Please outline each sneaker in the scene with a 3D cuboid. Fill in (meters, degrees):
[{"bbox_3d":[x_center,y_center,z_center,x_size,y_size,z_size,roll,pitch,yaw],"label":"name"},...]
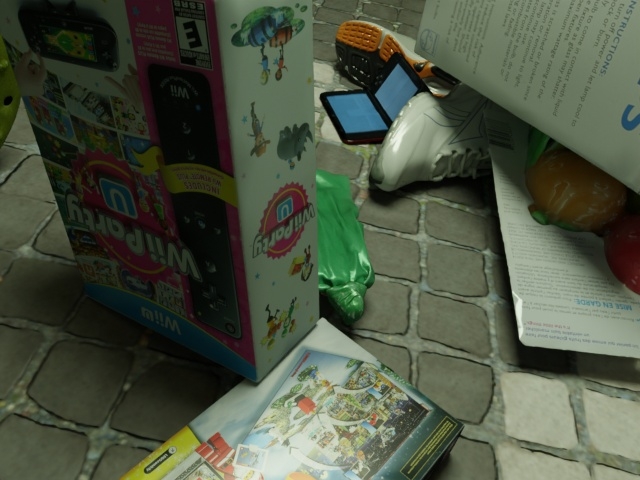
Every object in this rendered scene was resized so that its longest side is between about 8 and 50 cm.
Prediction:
[{"bbox_3d":[0.151,-0.296,1.006,0.262,0.099,0.121,28,35,9],"label":"sneaker"},{"bbox_3d":[0.182,-0.137,0.819,0.297,0.111,0.129,-33,69,-35],"label":"sneaker"}]

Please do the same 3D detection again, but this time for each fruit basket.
[{"bbox_3d":[0.361,-0.010,0.708,0.326,0.165,0.353,7,57,-4],"label":"fruit basket"}]

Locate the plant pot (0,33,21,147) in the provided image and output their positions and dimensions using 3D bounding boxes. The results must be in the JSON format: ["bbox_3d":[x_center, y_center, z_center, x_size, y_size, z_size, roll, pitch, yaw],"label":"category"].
[{"bbox_3d":[-0.517,-0.201,0.586,0.352,0.367,0.366,30,44,4],"label":"plant pot"}]

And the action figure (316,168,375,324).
[{"bbox_3d":[0.000,0.000,0.654,0.137,0.064,0.232,-3,40,-18],"label":"action figure"}]

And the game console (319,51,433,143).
[{"bbox_3d":[0.080,-0.218,0.901,0.085,0.124,0.144,18,34,-34],"label":"game console"}]

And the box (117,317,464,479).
[{"bbox_3d":[-0.017,0.177,0.468,0.159,0.044,0.233,35,47,25],"label":"box"}]

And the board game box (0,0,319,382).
[{"bbox_3d":[-0.119,-0.060,0.485,0.223,0.304,0.097,19,40,28],"label":"board game box"}]

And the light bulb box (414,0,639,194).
[{"bbox_3d":[0.367,-0.257,0.673,0.357,0.226,0.361,-12,41,-27],"label":"light bulb box"}]
